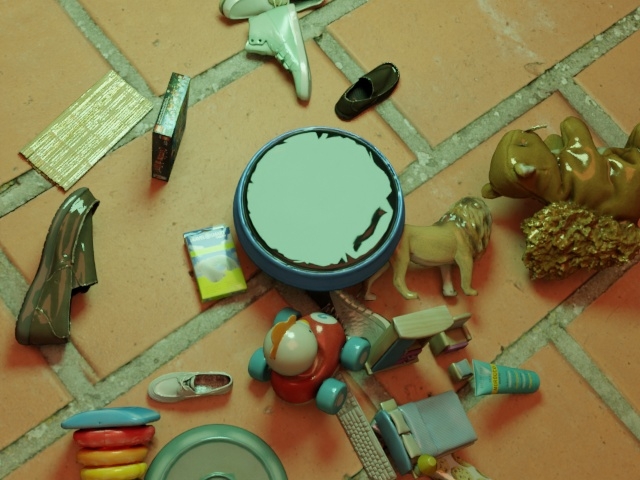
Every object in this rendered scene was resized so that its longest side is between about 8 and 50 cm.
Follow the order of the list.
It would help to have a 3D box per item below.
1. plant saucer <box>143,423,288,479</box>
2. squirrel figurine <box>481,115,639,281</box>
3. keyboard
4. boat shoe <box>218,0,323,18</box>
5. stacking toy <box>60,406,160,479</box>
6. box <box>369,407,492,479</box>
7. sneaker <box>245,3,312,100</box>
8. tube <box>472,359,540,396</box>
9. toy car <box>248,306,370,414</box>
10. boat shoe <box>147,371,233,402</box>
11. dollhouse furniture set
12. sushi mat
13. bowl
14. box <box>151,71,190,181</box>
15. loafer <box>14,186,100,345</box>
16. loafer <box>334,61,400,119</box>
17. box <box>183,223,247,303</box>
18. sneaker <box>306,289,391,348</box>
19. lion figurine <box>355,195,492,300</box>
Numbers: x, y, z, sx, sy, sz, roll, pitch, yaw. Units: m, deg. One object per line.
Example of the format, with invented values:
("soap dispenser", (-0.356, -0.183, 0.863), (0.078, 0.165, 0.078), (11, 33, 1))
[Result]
("plant saucer", (-0.216, 0.540, 1.686), (0.317, 0.044, 0.318), (4, 69, -10))
("squirrel figurine", (0.587, -0.104, 1.954), (0.370, 0.281, 0.397), (5, 78, -22))
("keyboard", (0.083, 0.415, 1.780), (0.014, 0.072, 0.256), (-15, 71, -45))
("boat shoe", (-0.117, -0.641, 2.124), (0.302, 0.113, 0.103), (-28, 70, -21))
("stacking toy", (-0.411, 0.489, 1.621), (0.175, 0.166, 0.302), (-5, 81, 3))
("box", (0.252, 0.485, 1.788), (0.324, 0.063, 0.067), (36, 64, 4))
("sneaker", (-0.110, -0.468, 2.083), (0.151, 0.094, 0.256), (-14, 83, 4))
("tube", (0.416, 0.317, 1.844), (0.207, 0.052, 0.080), (11, 66, -37))
("toy car", (-0.044, 0.218, 1.699), (0.219, 0.238, 0.210), (21, 67, 25))
("boat shoe", (-0.279, 0.313, 1.749), (0.184, 0.063, 0.066), (2, 69, -11))
("dollhouse furniture set", (0.274, 0.318, 1.736), (0.286, 0.198, 0.303), (-11, 63, -27))
("sushi mat", (-0.558, -0.268, 1.944), (0.151, 0.019, 0.316), (38, 67, 4))
("bowl", (0.000, -0.081, 1.812), (0.391, 0.077, 0.391), (1, 68, -3))
("box", (-0.346, -0.256, 1.864), (0.044, 0.233, 0.159), (16, 66, -6))
("loafer", (-0.544, 0.064, 1.768), (0.130, 0.134, 0.366), (17, 76, -9))
("loafer", (0.132, -0.394, 2.098), (0.080, 0.078, 0.220), (43, 68, 7))
("box", (-0.245, 0.046, 1.872), (0.109, 0.042, 0.178), (-14, 73, -16))
("sneaker", (0.044, 0.193, 1.851), (0.228, 0.086, 0.132), (31, 69, 1))
("lion figurine", (0.246, 0.016, 1.900), (0.392, 0.142, 0.240), (-2, 87, -30))
